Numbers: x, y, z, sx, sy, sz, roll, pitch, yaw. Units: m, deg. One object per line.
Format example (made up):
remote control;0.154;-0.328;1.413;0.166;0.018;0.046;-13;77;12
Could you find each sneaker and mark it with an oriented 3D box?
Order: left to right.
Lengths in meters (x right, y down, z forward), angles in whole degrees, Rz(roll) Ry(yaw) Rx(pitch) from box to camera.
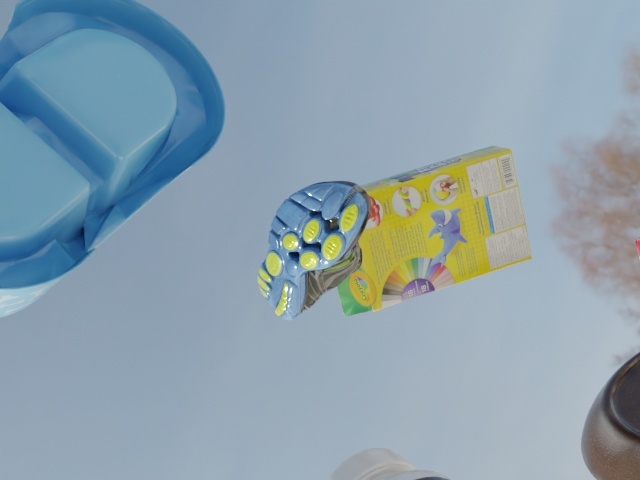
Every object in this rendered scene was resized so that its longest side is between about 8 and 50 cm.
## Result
sneaker;0.000;0.000;0.956;0.078;0.067;0.188;-34;-15;-29

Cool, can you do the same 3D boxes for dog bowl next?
dog bowl;-0.189;-0.059;0.765;0.074;0.166;0.297;-48;1;44

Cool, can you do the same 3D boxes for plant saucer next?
plant saucer;0.405;0.154;1.133;0.310;0.310;0.050;-35;-68;-39

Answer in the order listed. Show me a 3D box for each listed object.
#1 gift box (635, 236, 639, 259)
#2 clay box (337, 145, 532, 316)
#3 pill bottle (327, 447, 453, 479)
gift box;0.351;-0.006;0.747;0.276;0.258;0.255;69;-157;-5
clay box;0.108;-0.011;1.223;0.222;0.053;0.127;-17;-75;-13
pill bottle;0.078;0.223;0.771;0.108;0.193;0.108;-13;-62;-25
